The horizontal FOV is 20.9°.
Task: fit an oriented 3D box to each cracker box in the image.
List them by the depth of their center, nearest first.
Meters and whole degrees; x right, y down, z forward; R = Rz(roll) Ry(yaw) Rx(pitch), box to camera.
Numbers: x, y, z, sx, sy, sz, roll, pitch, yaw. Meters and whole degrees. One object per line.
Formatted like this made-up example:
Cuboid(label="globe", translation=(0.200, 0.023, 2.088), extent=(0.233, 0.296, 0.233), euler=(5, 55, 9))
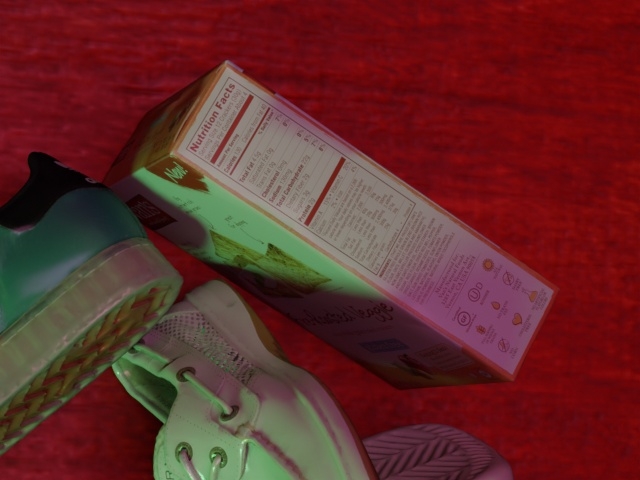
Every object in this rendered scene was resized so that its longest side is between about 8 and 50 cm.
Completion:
Cuboid(label="cracker box", translation=(0.000, 0.000, 0.995), extent=(0.232, 0.156, 0.067), euler=(34, 73, -14))

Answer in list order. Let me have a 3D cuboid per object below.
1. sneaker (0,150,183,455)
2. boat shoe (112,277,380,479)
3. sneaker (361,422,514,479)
Cuboid(label="sneaker", translation=(-0.226, 0.071, 0.934), extent=(0.302, 0.108, 0.121), euler=(-37, 73, -14))
Cuboid(label="boat shoe", translation=(-0.040, 0.114, 0.917), extent=(0.096, 0.277, 0.098), euler=(-26, 117, -14))
Cuboid(label="sneaker", translation=(-0.048, 0.221, 0.971), extent=(0.350, 0.131, 0.148), euler=(-12, 111, -12))
